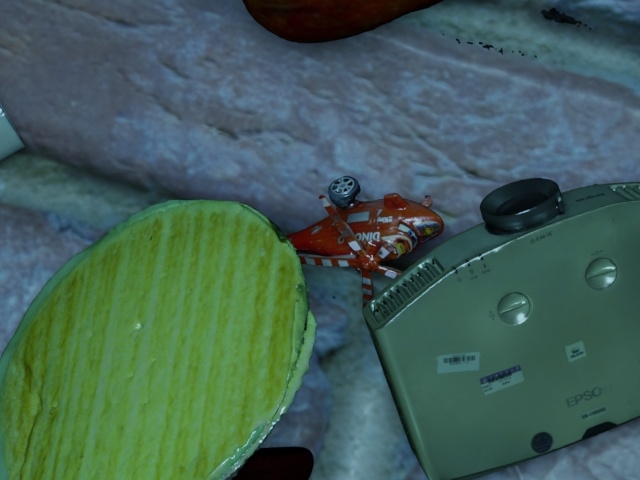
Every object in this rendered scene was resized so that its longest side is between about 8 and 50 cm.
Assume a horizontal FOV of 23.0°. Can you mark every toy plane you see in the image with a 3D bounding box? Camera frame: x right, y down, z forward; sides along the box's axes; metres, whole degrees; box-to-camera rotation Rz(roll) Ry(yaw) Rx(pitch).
[{"bbox_3d":[0.003,0.006,1.247,0.194,0.126,0.077,-22,35,31],"label":"toy plane"}]

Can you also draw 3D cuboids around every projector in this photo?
[{"bbox_3d":[0.173,0.051,1.175,0.269,0.088,0.194,-21,111,-3],"label":"projector"}]

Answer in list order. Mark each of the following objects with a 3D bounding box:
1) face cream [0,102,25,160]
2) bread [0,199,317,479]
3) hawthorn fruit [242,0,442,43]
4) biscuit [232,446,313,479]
[{"bbox_3d":[-0.366,-0.045,1.271,0.250,0.077,0.077,-30,76,-6],"label":"face cream"},{"bbox_3d":[-0.126,0.093,1.167,0.301,0.045,0.301,-21,48,25],"label":"bread"},{"bbox_3d":[0.010,-0.261,1.251,0.261,0.224,0.224,-37,75,15],"label":"hawthorn fruit"},{"bbox_3d":[-0.053,0.271,1.150,0.151,0.063,0.235,4,67,-39],"label":"biscuit"}]
